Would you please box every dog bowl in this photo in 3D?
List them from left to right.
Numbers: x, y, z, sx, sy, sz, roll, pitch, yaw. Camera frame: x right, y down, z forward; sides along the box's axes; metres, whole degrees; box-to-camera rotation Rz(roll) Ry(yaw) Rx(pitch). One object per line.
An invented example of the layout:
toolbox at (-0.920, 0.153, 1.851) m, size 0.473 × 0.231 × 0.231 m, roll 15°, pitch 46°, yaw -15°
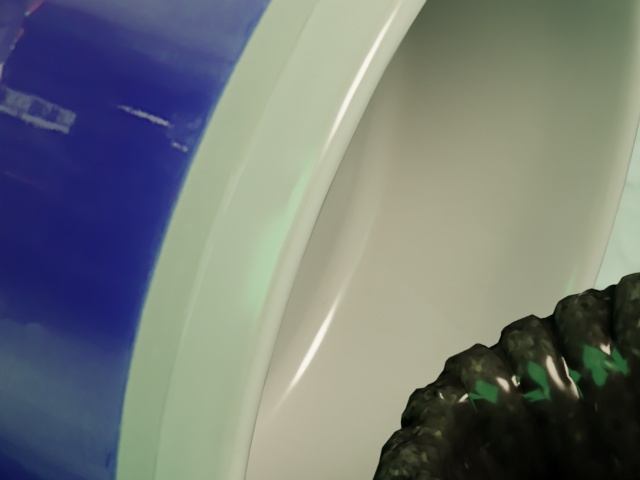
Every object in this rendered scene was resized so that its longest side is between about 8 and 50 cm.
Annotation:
dog bowl at (0.000, 0.000, 0.468) m, size 0.104 × 0.265 × 0.265 m, roll 21°, pitch 91°, yaw 23°

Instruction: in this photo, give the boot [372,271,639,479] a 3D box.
boot at (0.206, 0.119, 0.387) m, size 0.348 × 0.131 × 0.260 m, roll -13°, pitch 117°, yaw 18°
